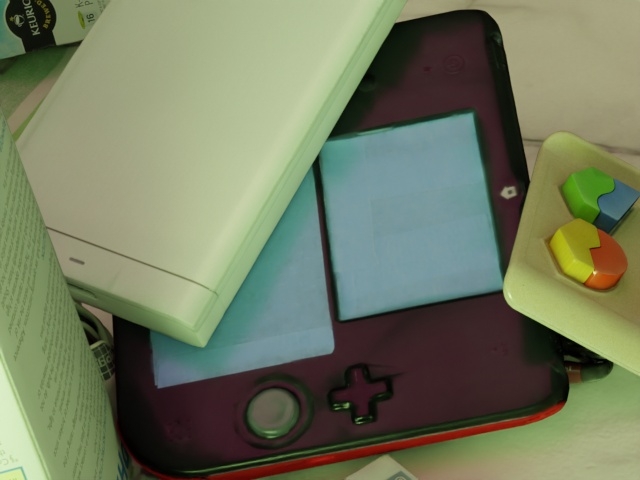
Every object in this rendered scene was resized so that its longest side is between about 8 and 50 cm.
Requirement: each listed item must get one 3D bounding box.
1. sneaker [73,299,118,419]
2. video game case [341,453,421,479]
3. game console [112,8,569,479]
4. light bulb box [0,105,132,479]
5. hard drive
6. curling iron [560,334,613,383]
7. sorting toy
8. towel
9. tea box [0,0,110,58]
[{"bbox_3d":[-0.215,0.081,1.657,0.090,0.094,0.235,-30,33,-19],"label":"sneaker"},{"bbox_3d":[0.028,0.239,1.370,0.183,0.023,0.201,-29,34,-20],"label":"video game case"},{"bbox_3d":[0.000,0.000,1.577,0.342,0.060,0.386,-14,57,11],"label":"game console"},{"bbox_3d":[-0.353,0.117,1.406,0.358,0.361,0.225,-11,30,7],"label":"light bulb box"},{"bbox_3d":[-0.108,-0.103,1.615,0.233,0.047,0.353,19,66,26],"label":"hard drive"},{"bbox_3d":[0.099,0.095,1.554,0.274,0.035,0.068,-7,29,13],"label":"curling iron"},{"bbox_3d":[0.242,0.014,1.516,0.193,0.038,0.208,28,40,-5],"label":"sorting toy"},{"bbox_3d":[-0.215,-0.149,2.070,0.325,0.038,0.248,1,36,25],"label":"towel"},{"bbox_3d":[-0.392,-0.342,2.238,0.324,0.220,0.329,-14,22,3],"label":"tea box"}]
